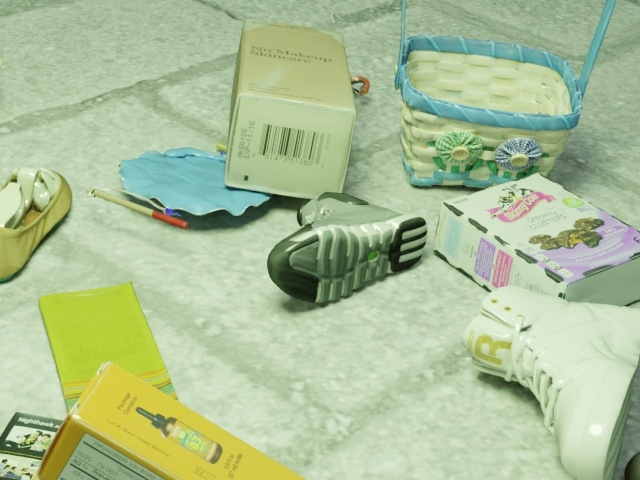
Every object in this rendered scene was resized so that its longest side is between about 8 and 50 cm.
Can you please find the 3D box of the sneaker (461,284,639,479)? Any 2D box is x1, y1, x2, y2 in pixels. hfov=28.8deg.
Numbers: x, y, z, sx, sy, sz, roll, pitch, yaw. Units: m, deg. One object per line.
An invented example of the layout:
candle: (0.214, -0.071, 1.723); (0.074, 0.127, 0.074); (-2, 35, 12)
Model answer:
sneaker: (0.208, 0.130, 1.167); (0.169, 0.108, 0.292); (12, 21, 13)

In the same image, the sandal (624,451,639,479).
sandal: (0.383, 0.207, 1.102); (0.219, 0.060, 0.090); (8, 31, 3)

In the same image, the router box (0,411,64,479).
router box: (-0.186, 0.208, 1.005); (0.179, 0.046, 0.133); (10, 30, 5)

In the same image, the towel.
towel: (-0.203, 0.112, 1.191); (0.102, 0.021, 0.237); (-5, 32, -20)

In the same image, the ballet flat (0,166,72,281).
ballet flat: (-0.325, -0.040, 1.373); (0.080, 0.073, 0.232); (7, 30, 0)

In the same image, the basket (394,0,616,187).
basket: (0.216, -0.206, 1.543); (0.255, 0.289, 0.201); (4, 31, -2)

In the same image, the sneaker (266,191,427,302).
sneaker: (0.000, 0.000, 1.373); (0.229, 0.086, 0.132); (-10, 28, -44)

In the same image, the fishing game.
fishing game: (-0.151, -0.063, 1.482); (0.189, 0.041, 0.264); (20, 25, 21)

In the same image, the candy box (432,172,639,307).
candy box: (0.253, 0.009, 1.402); (0.165, 0.070, 0.196); (-18, 38, -35)

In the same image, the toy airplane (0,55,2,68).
toy airplane: (-0.581, -0.204, 1.410); (0.386, 0.272, 0.384); (33, 38, -20)

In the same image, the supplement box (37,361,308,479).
supplement box: (-0.090, 0.192, 0.938); (0.233, 0.080, 0.078); (34, 29, -4)

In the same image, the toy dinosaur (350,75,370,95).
toy dinosaur: (0.026, -0.224, 1.762); (0.082, 0.090, 0.047); (-15, 38, 27)

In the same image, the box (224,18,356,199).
box: (-0.041, -0.172, 1.573); (0.148, 0.121, 0.311); (7, 26, -7)
